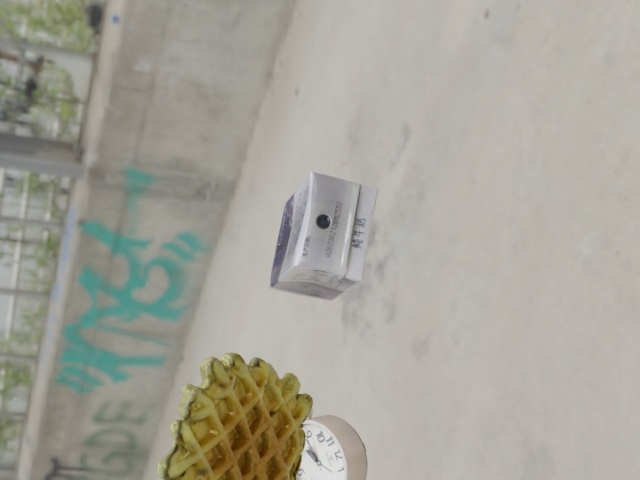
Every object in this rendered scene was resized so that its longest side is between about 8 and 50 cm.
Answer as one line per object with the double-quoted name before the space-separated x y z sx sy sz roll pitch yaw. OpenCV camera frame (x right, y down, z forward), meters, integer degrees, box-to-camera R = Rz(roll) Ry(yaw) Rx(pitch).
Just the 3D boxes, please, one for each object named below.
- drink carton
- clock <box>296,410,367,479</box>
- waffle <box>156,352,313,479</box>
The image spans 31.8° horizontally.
"drink carton" 0.000 -0.001 1.552 0.222 0.102 0.134 135 149 -76
"clock" 0.006 0.372 1.883 0.156 0.063 0.229 -35 69 39
"waffle" -0.104 0.272 1.384 0.056 0.250 0.261 6 80 38
